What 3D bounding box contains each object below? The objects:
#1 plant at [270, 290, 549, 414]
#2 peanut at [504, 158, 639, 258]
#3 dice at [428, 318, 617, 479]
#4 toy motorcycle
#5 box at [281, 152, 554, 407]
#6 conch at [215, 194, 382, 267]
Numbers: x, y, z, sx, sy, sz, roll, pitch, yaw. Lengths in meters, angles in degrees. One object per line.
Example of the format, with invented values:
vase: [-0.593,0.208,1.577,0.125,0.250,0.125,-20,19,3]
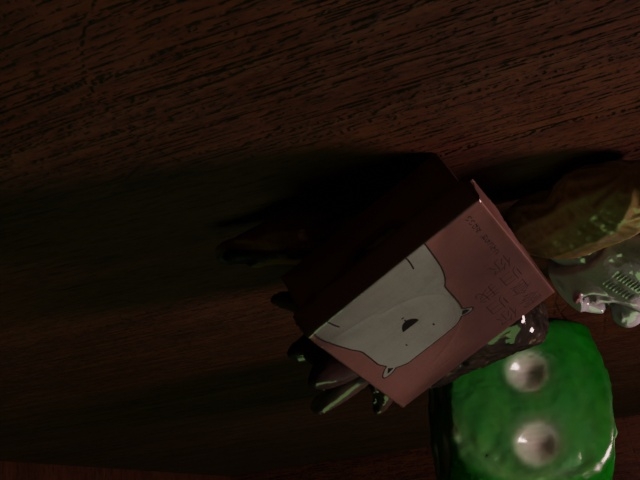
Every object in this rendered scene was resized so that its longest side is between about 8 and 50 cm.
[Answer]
plant: [0.099,0.087,1.319,0.321,0.194,0.182,-20,156,21]
peanut: [0.270,-0.029,1.140,0.093,0.083,0.194,17,153,-40]
dice: [0.344,0.308,1.905,0.287,0.300,0.297,-3,163,-3]
toy motorcycle: [0.372,0.036,1.268,0.260,0.110,0.170,12,136,8]
box: [0.101,0.044,1.107,0.215,0.086,0.215,-39,140,8]
conch: [0.002,0.001,1.145,0.233,0.080,0.086,-10,134,1]
